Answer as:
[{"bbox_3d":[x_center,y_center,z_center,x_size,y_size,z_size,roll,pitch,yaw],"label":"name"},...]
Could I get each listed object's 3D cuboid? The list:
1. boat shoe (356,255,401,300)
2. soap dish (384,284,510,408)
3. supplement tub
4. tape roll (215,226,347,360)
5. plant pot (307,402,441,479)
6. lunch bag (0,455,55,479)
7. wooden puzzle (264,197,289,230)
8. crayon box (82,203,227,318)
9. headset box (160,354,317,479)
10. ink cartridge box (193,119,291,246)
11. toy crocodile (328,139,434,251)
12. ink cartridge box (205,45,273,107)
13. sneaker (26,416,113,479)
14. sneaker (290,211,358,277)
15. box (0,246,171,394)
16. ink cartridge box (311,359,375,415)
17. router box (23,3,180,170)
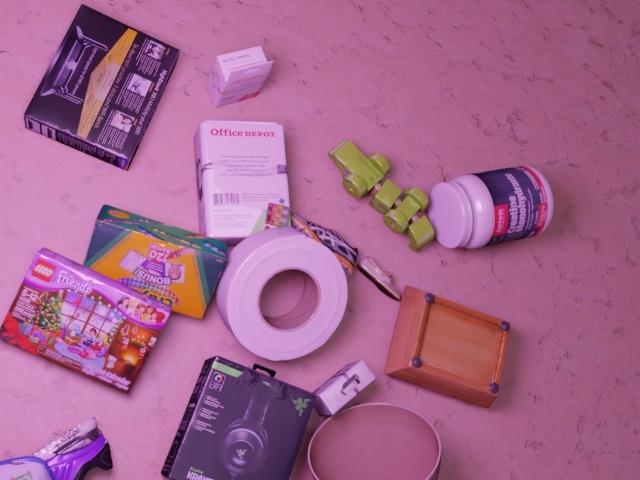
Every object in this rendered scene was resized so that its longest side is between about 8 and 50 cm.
[{"bbox_3d":[0.152,0.092,1.782,0.135,0.050,0.045,44,73,-5],"label":"boat shoe"},{"bbox_3d":[0.319,0.257,1.764,0.290,0.118,0.229,20,72,-12],"label":"soap dish"},{"bbox_3d":[0.434,-0.083,1.846,0.272,0.191,0.191,-10,81,-21],"label":"supplement tub"},{"bbox_3d":[-0.085,0.117,1.608,0.286,0.100,0.286,-6,105,-22],"label":"tape roll"},{"bbox_3d":[0.126,0.522,1.577,0.284,0.284,0.191,-21,120,-22],"label":"plant pot"},{"bbox_3d":[-0.579,0.539,1.317,0.243,0.115,0.304,-11,123,-18],"label":"lunch bag"},{"bbox_3d":[-0.097,-0.057,1.633,0.049,0.006,0.083,12,76,-18],"label":"wooden puzzle"},{"bbox_3d":[-0.357,0.048,1.553,0.278,0.081,0.165,18,116,-14],"label":"crayon box"},{"bbox_3d":[-0.170,0.407,1.552,0.246,0.131,0.283,25,70,-12],"label":"headset box"},{"bbox_3d":[-0.183,-0.130,1.684,0.198,0.115,0.273,-1,78,-19],"label":"ink cartridge box"},{"bbox_3d":[0.155,-0.115,1.815,0.340,0.105,0.115,43,68,0],"label":"toy crocodile"},{"bbox_3d":[-0.192,-0.391,1.700,0.115,0.198,0.067,-20,85,-22],"label":"ink cartridge box"},{"bbox_3d":[-0.541,0.486,1.420,0.293,0.102,0.146,-32,90,-23],"label":"sneaker"},{"bbox_3d":[0.000,0.000,1.743,0.215,0.084,0.083,40,55,-10],"label":"sneaker"},{"bbox_3d":[-0.485,0.168,1.495,0.293,0.057,0.201,26,98,-11],"label":"box"},{"bbox_3d":[0.047,0.338,1.660,0.135,0.099,0.056,-36,89,-24],"label":"ink cartridge box"},{"bbox_3d":[-0.492,-0.348,1.649,0.242,0.081,0.309,24,71,-12],"label":"router box"}]
